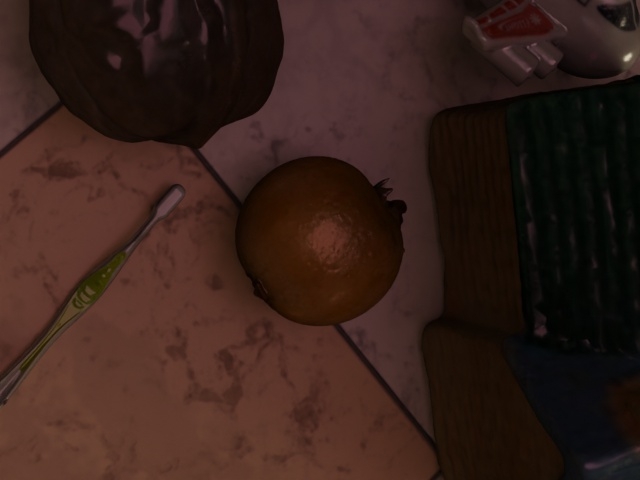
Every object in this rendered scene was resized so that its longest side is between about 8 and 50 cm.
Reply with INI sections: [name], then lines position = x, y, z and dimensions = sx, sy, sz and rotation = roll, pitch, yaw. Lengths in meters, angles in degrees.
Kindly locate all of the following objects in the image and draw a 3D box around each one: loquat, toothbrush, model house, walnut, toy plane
[loquat]
position = 0.000, 0.000, 1.433
dimensions = 0.163, 0.137, 0.163
rotation = 3, 77, -13
[toothbrush]
position = -0.206, 0.051, 1.417
dimensions = 0.022, 0.026, 0.263
rotation = 43, 78, -11
[model house]
position = 0.285, 0.045, 1.433
dimensions = 0.335, 0.343, 0.382
rotation = -12, 97, -18
[walnut]
position = -0.137, -0.181, 1.345
dimensions = 0.224, 0.224, 0.224
rotation = -1, 93, -20
[toy plane]
position = 0.197, -0.249, 1.488
dimensions = 0.252, 0.118, 0.252
rotation = 12, 62, -23
